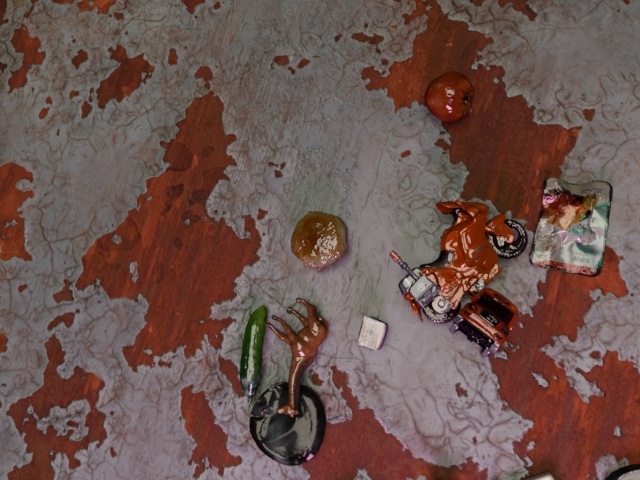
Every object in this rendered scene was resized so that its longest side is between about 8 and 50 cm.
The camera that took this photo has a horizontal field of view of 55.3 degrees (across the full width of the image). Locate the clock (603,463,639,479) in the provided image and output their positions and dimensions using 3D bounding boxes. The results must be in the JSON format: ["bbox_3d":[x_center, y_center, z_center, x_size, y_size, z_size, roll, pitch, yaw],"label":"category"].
[{"bbox_3d":[0.696,0.588,1.290,0.214,0.042,0.215,-2,79,11],"label":"clock"}]

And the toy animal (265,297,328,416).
[{"bbox_3d":[-0.061,0.279,1.475,0.224,0.066,0.230,-35,70,-11],"label":"toy animal"}]

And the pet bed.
[{"bbox_3d":[-0.077,0.438,1.475,0.201,0.053,0.201,-2,80,11],"label":"pet bed"}]

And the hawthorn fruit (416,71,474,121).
[{"bbox_3d":[0.317,-0.353,1.521,0.140,0.125,0.125,-26,72,40],"label":"hawthorn fruit"}]

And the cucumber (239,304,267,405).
[{"bbox_3d":[-0.170,0.285,1.521,0.056,0.056,0.250,3,77,12],"label":"cucumber"}]

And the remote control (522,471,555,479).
[{"bbox_3d":[0.419,0.593,1.342,0.230,0.049,0.090,-24,77,5],"label":"remote control"}]

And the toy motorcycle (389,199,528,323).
[{"bbox_3d":[0.308,0.031,1.429,0.325,0.148,0.221,-44,82,0],"label":"toy motorcycle"}]

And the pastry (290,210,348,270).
[{"bbox_3d":[-0.002,-0.002,1.531,0.153,0.081,0.153,-2,83,13],"label":"pastry"}]

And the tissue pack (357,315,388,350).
[{"bbox_3d":[0.126,0.221,1.454,0.058,0.094,0.074,16,85,13],"label":"tissue pack"}]

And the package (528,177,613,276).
[{"bbox_3d":[0.593,-0.040,1.438,0.166,0.040,0.232,12,83,13],"label":"package"}]

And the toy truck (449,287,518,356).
[{"bbox_3d":[0.359,0.176,1.334,0.107,0.253,0.114,38,85,16],"label":"toy truck"}]
